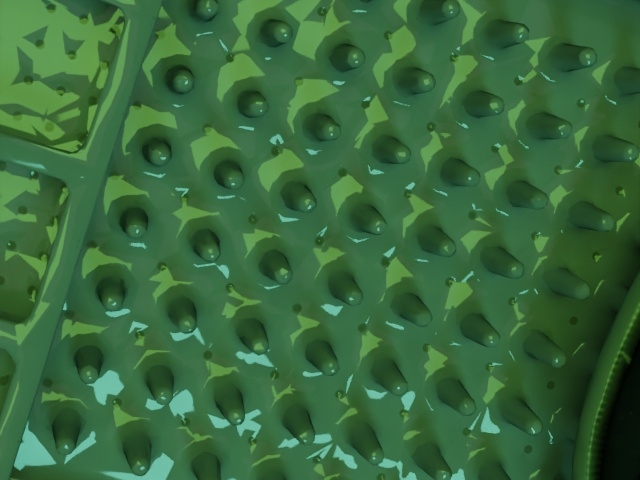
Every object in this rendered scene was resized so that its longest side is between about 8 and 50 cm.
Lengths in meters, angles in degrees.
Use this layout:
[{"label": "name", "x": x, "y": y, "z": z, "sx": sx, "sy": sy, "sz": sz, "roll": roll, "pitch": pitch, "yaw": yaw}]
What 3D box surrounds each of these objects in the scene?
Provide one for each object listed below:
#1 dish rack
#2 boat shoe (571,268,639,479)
[{"label": "dish rack", "x": 0.000, "y": 0.000, "z": 0.489, "sx": 0.333, "sy": 0.072, "sz": 0.285, "roll": 18, "pitch": 94, "yaw": -11}, {"label": "boat shoe", "x": 0.218, "y": -0.011, "z": 0.432, "sx": 0.340, "sy": 0.113, "sz": 0.127, "roll": -38, "pitch": 98, "yaw": -4}]
